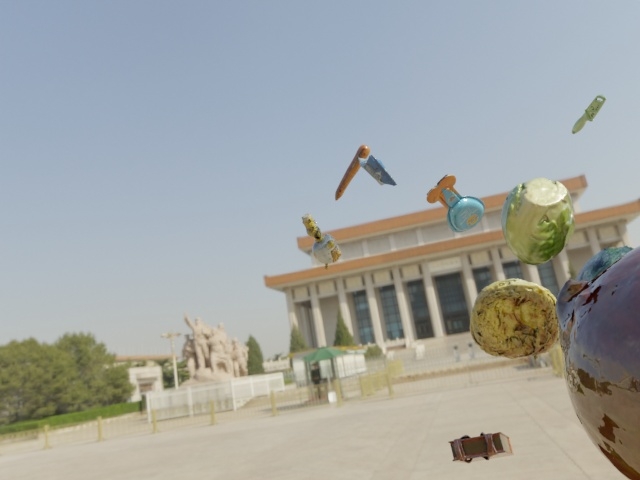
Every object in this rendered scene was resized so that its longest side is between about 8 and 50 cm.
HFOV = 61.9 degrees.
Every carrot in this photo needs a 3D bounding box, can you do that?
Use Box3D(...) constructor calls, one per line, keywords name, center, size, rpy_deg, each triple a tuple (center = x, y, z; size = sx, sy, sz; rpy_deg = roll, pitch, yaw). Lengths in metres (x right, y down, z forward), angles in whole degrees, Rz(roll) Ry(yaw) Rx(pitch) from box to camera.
Box3D(name="carrot", center=(0.090, -0.203, 1.601), size=(0.037, 0.190, 0.037), rpy_deg=(32, 5, -3))

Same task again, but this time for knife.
Box3D(name="knife", center=(0.603, -0.278, 1.205), size=(0.014, 0.030, 0.207), rpy_deg=(-32, -14, 3))

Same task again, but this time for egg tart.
Box3D(name="egg tart", center=(0.480, 0.188, 1.334), size=(0.232, 0.252, 0.098), rpy_deg=(-29, 20, 27))

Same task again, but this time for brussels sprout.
Box3D(name="brussels sprout", center=(0.432, -0.043, 1.072), size=(0.162, 0.144, 0.180), rpy_deg=(-33, -41, -31))

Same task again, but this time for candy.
Box3D(name="candy", center=(0.127, -0.159, 1.216), size=(0.038, 0.088, 0.136), rpy_deg=(-45, 11, -2))

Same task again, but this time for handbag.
Box3D(name="handbag", center=(0.393, 0.506, 1.299), size=(0.127, 0.062, 0.190), rpy_deg=(-18, -28, 18))

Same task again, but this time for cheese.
Box3D(name="cheese", center=(0.152, -0.038, 0.590), size=(0.047, 0.017, 0.111), rpy_deg=(-46, -42, 10))

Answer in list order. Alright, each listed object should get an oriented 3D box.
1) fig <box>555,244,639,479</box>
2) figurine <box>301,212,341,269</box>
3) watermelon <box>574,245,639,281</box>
Box3D(name="fig", center=(0.250, 0.075, 0.347), size=(0.206, 0.205, 0.205), rpy_deg=(-9, -14, -2))
Box3D(name="figurine", center=(0.001, 0.000, 1.330), size=(0.068, 0.101, 0.143), rpy_deg=(-33, -51, -10))
Box3D(name="watermelon", center=(0.614, 0.097, 1.055), size=(0.226, 0.148, 0.318), rpy_deg=(11, -29, -7))
